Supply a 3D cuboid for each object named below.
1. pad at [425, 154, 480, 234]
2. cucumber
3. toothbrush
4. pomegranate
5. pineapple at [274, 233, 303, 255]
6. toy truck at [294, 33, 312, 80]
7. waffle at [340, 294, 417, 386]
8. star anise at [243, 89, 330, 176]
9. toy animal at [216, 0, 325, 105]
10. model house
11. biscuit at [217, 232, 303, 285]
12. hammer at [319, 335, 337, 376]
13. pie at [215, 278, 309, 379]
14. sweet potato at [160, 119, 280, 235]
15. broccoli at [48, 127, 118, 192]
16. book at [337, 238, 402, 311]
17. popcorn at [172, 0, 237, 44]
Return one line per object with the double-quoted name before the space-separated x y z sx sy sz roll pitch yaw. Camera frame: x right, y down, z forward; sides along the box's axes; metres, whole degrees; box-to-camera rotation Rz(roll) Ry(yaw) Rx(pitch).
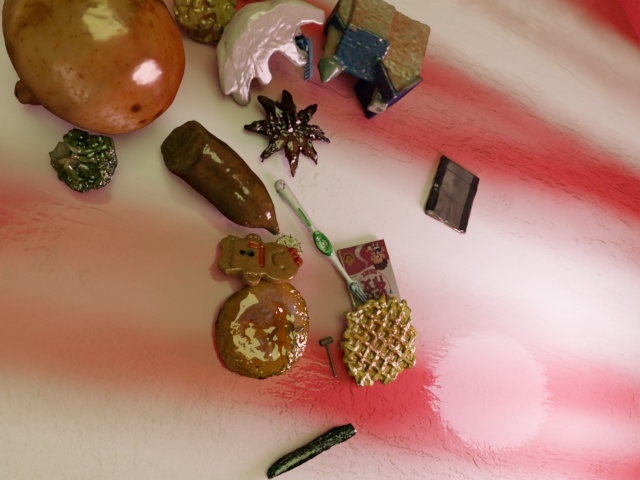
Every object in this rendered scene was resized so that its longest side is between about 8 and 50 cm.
"pad" 0.444 -0.152 1.605 0.174 0.022 0.233 28 68 -15
"cucumber" -0.023 0.537 1.237 0.256 0.043 0.044 -19 81 -25
"toothbrush" 0.000 0.000 1.365 0.042 0.040 0.418 -36 87 -6
"pomegranate" -0.518 -0.417 1.077 0.409 0.410 0.411 5 76 -22
"pineapple" -0.084 0.009 1.342 0.083 0.019 0.045 30 71 -11
"toy truck" -0.060 -0.559 1.462 0.074 0.063 0.136 8 78 -42
"waffle" 0.168 0.282 1.359 0.254 0.052 0.245 -12 93 -24
"star anise" -0.078 -0.321 1.375 0.271 0.102 0.272 5 79 -24
"toy animal" -0.178 -0.552 1.362 0.266 0.308 0.188 -5 41 -42
"model house" 0.141 -0.529 1.451 0.312 0.245 0.280 16 80 -18
"biscuit" -0.153 0.050 1.258 0.225 0.036 0.166 13 45 -16
"hammer" 0.027 0.321 1.323 0.035 0.019 0.110 -14 89 -25
"pie" -0.140 0.224 1.244 0.273 0.069 0.274 4 81 -24
"sweet potato" -0.240 -0.146 1.243 0.369 0.157 0.158 43 65 -21
"broccoli" -0.557 -0.186 1.128 0.162 0.138 0.146 10 83 19
"book" 0.149 0.122 1.415 0.162 0.022 0.232 -13 83 -24
"popcorn" -0.316 -0.637 1.326 0.179 0.180 0.170 -9 54 -25
